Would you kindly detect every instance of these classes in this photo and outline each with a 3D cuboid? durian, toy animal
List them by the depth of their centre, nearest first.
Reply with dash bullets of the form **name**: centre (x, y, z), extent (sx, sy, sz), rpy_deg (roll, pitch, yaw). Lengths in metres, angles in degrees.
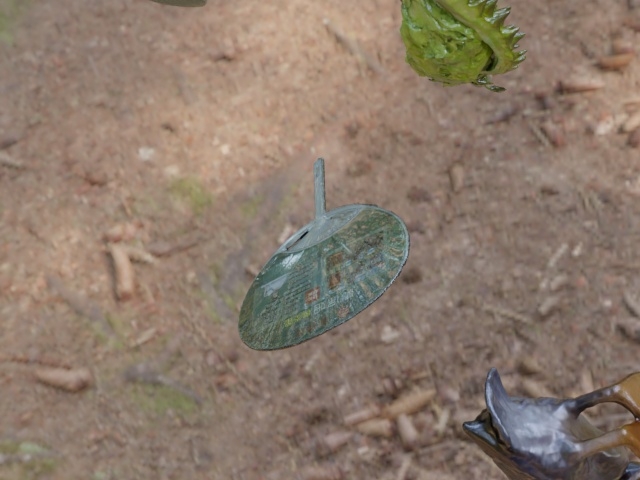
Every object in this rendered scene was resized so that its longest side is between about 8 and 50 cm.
- **durian**: centre (0.149, -0.228, 1.318), extent (0.132, 0.375, 0.107), rpy_deg (-13, 63, 10)
- **toy animal**: centre (0.280, 0.227, 1.386), extent (0.185, 0.298, 0.122), rpy_deg (-39, 46, 48)

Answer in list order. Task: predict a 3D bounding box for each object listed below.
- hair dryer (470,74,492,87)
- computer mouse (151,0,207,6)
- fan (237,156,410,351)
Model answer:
- **hair dryer**: centre (0.200, -0.309, 1.880), extent (0.088, 0.219, 0.225), rpy_deg (-40, 56, 5)
- **computer mouse**: centre (-0.207, -0.418, 1.735), extent (0.127, 0.231, 0.079), rpy_deg (13, 61, -7)
- **fan**: centre (0.020, 0.005, 1.400), extent (0.223, 0.012, 0.294), rpy_deg (-6, 47, 43)
